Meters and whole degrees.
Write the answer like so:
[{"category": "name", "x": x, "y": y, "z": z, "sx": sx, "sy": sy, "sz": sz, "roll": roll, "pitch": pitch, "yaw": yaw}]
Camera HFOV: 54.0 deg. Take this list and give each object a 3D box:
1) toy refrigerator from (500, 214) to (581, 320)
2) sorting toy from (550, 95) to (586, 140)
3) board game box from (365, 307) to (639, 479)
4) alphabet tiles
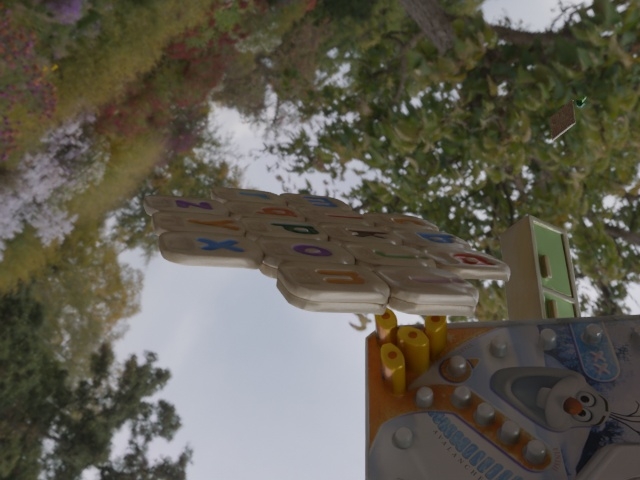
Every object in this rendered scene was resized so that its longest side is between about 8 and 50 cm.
[{"category": "toy refrigerator", "x": 0.419, "y": 0.090, "z": 1.188, "sx": 0.094, "sy": 0.102, "sz": 0.269, "roll": -46, "pitch": -150, "yaw": 49}, {"category": "sorting toy", "x": 0.443, "y": -0.221, "z": 1.122, "sx": 0.083, "sy": 0.012, "sz": 0.062, "roll": -46, "pitch": -152, "yaw": 54}, {"category": "board game box", "x": 0.222, "y": 0.189, "z": 0.402, "sx": 0.391, "sy": 0.050, "sz": 0.389, "roll": -4, "pitch": -138, "yaw": 7}, {"category": "alphabet tiles", "x": 0.000, "y": 0.000, "z": 0.528, "sx": 0.284, "sy": 0.278, "sz": 0.021, "roll": -140, "pitch": -124, "yaw": -63}]
